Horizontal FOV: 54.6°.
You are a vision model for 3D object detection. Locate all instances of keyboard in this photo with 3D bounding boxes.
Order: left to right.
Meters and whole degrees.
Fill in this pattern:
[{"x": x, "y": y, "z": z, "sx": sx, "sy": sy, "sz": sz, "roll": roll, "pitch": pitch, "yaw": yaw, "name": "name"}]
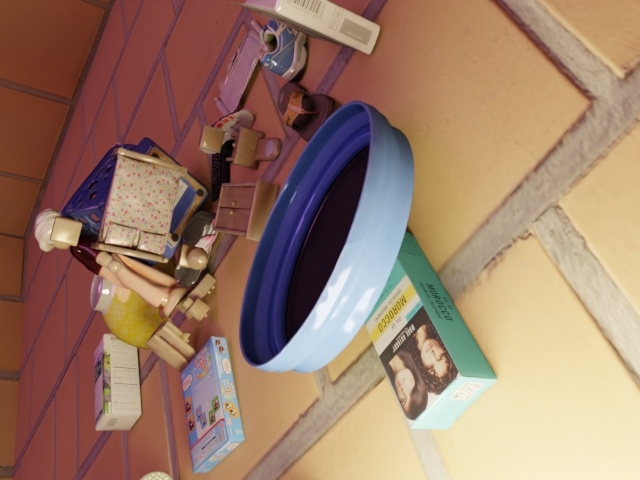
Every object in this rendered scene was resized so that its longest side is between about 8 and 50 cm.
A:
[{"x": -0.227, "y": -0.188, "z": 1.421, "sx": 0.108, "sy": 0.023, "sz": 0.180, "roll": -31, "pitch": 55, "yaw": 49, "name": "keyboard"}]

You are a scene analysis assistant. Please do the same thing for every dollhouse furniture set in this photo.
[{"x": -0.275, "y": -0.106, "z": 1.158, "sx": 0.174, "sy": 0.356, "sz": 0.303, "roll": 7, "pitch": 85, "yaw": 57, "name": "dollhouse furniture set"}, {"x": -0.267, "y": 0.187, "z": 1.350, "sx": 0.144, "sy": 0.123, "sz": 0.151, "roll": -38, "pitch": 15, "yaw": 45, "name": "dollhouse furniture set"}]

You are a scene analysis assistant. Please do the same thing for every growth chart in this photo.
[{"x": -0.182, "y": -0.388, "z": 1.421, "sx": 0.237, "sy": 0.021, "sz": 0.172, "roll": -58, "pitch": 37, "yaw": 28, "name": "growth chart"}]

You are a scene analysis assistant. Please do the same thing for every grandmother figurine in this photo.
[{"x": -0.467, "y": 0.047, "z": 1.357, "sx": 0.208, "sy": 0.342, "sz": 0.104, "roll": -33, "pitch": 25, "yaw": 58, "name": "grandmother figurine"}]

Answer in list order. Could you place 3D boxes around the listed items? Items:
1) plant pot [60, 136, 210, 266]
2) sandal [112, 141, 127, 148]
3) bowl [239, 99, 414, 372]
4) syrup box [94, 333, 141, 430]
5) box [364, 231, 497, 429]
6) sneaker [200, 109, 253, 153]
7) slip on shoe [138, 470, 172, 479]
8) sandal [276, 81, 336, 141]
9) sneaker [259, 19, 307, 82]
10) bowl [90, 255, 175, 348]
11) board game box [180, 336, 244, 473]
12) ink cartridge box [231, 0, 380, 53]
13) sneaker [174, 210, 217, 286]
[{"x": -0.408, "y": -0.085, "z": 1.427, "sx": 0.212, "sy": 0.236, "sz": 0.236, "roll": -11, "pitch": 45, "yaw": 47, "name": "plant pot"}, {"x": -0.662, "y": -0.209, "z": 2.022, "sx": 0.416, "sy": 0.102, "sz": 0.169, "roll": 42, "pitch": 114, "yaw": 54, "name": "sandal"}, {"x": 0.000, "y": 0.000, "z": 0.871, "sx": 0.391, "sy": 0.077, "sz": 0.391, "roll": -54, "pitch": 22, "yaw": 35, "name": "bowl"}, {"x": -0.540, "y": 0.373, "z": 1.642, "sx": 0.093, "sy": 0.096, "sz": 0.237, "roll": -51, "pitch": 42, "yaw": 36, "name": "syrup box"}, {"x": 0.112, "y": 0.100, "z": 0.766, "sx": 0.100, "sy": 0.060, "sz": 0.244, "roll": -56, "pitch": 38, "yaw": 30, "name": "box"}, {"x": -0.211, "y": -0.255, "z": 1.371, "sx": 0.158, "sy": 0.061, "sz": 0.065, "roll": -26, "pitch": 42, "yaw": 31, "name": "sneaker"}, {"x": -0.364, "y": 0.639, "z": 1.269, "sx": 0.101, "sy": 0.123, "sz": 0.331, "roll": -2, "pitch": 83, "yaw": 61, "name": "slip on shoe"}, {"x": -0.041, "y": -0.241, "z": 1.116, "sx": 0.090, "sy": 0.060, "sz": 0.219, "roll": -65, "pitch": 35, "yaw": 20, "name": "sandal"}, {"x": -0.067, "y": -0.415, "z": 1.198, "sx": 0.080, "sy": 0.081, "sz": 0.211, "roll": -24, "pitch": 58, "yaw": 54, "name": "sneaker"}, {"x": -0.505, "y": 0.134, "z": 1.615, "sx": 0.289, "sy": 0.156, "sz": 0.289, "roll": -24, "pitch": 60, "yaw": 52, "name": "bowl"}, {"x": -0.216, "y": 0.320, "z": 1.210, "sx": 0.160, "sy": 0.039, "sz": 0.211, "roll": -48, "pitch": 46, "yaw": 38, "name": "board game box"}, {"x": -0.030, "y": -0.380, "z": 1.037, "sx": 0.224, "sy": 0.181, "sz": 0.056, "roll": 45, "pitch": 117, "yaw": 55, "name": "ink cartridge box"}, {"x": -0.276, "y": 0.018, "z": 1.385, "sx": 0.077, "sy": 0.072, "sz": 0.178, "roll": 101, "pitch": -168, "yaw": -81, "name": "sneaker"}]
